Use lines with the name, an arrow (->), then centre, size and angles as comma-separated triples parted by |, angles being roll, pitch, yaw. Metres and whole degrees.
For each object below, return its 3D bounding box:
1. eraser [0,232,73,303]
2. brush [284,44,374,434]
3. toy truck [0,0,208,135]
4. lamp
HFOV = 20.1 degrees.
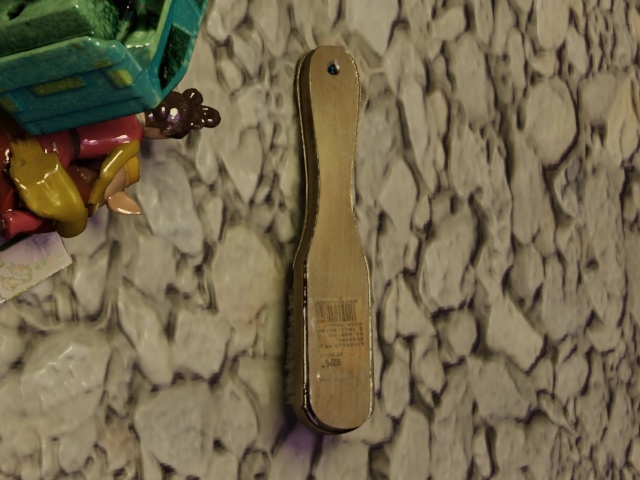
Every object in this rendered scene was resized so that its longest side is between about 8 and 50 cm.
eraser -> -0.231, 0.020, 1.373 | 0.083, 0.019, 0.038 | -31, 109, -29
brush -> 0.000, 0.000, 1.514 | 0.070, 0.065, 0.327 | 5, 78, -28
toy truck -> -0.160, -0.214, 1.289 | 0.156, 0.155, 0.278 | 55, 35, -40
lamp -> -0.201, -0.057, 1.343 | 0.253, 0.118, 0.118 | -16, 100, -36
